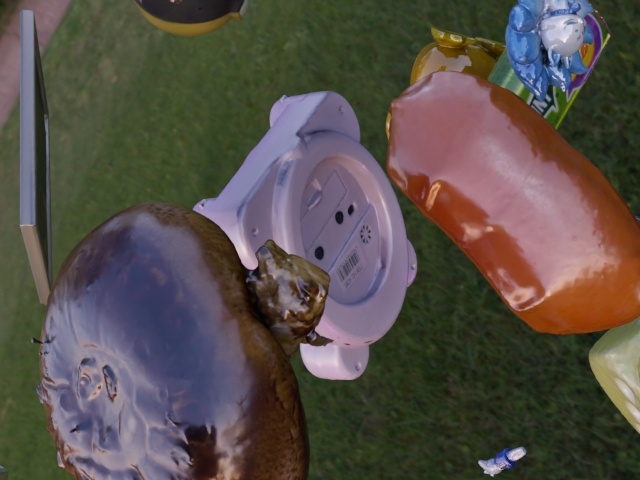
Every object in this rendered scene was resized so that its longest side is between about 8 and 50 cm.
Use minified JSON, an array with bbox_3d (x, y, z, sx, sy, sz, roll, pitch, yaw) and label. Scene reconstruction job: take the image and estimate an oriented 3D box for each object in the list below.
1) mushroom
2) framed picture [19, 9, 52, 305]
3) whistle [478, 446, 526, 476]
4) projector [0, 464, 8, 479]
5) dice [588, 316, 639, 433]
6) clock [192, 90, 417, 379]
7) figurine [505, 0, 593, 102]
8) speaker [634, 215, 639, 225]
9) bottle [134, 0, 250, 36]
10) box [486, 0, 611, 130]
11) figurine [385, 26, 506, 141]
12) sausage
[{"bbox_3d":[-0.120,0.110,0.800,0.278,0.163,0.297,-41,70,23],"label":"mushroom"},{"bbox_3d":[-0.342,-0.095,1.170,0.211,0.020,0.289,109,154,-61],"label":"framed picture"},{"bbox_3d":[0.270,0.324,1.439,0.083,0.033,0.029,-41,13,37],"label":"whistle"},{"bbox_3d":[-0.481,0.284,1.039,0.269,0.088,0.193,5,76,2],"label":"projector"},{"bbox_3d":[0.430,0.149,1.139,0.169,0.169,0.166,-36,83,-2],"label":"dice"},{"bbox_3d":[0.000,0.000,1.274,0.113,0.322,0.295,-3,41,39],"label":"clock"},{"bbox_3d":[0.216,-0.184,0.922,0.079,0.114,0.114,5,69,44],"label":"figurine"},{"bbox_3d":[0.587,-0.014,1.757,0.191,0.040,0.046,34,103,61],"label":"speaker"},{"bbox_3d":[-0.145,-0.377,1.069,0.351,0.171,0.171,100,173,-57],"label":"bottle"},{"bbox_3d":[0.286,-0.185,1.393,0.097,0.134,0.345,20,74,53],"label":"box"},{"bbox_3d":[0.216,-0.232,1.628,0.215,0.215,0.228,-2,83,47],"label":"figurine"},{"bbox_3d":[0.161,-0.031,0.786,0.133,0.133,0.258,-45,83,16],"label":"sausage"}]
